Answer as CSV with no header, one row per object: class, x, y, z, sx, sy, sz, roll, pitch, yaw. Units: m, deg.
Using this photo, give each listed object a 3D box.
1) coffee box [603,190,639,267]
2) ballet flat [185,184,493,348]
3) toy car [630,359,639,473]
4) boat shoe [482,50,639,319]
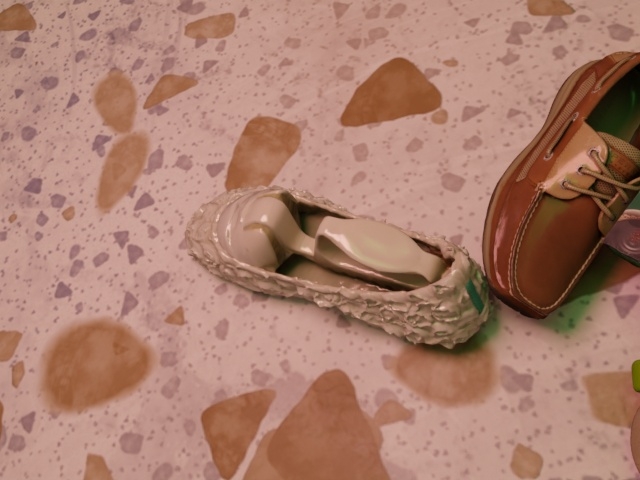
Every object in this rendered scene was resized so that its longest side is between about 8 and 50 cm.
coffee box,0.365,-0.043,0.652,0.184,0.040,0.113,-53,41,5
ballet flat,0.000,0.000,0.810,0.409,0.147,0.147,15,71,25
toy car,0.391,0.184,0.616,0.188,0.149,0.155,6,72,-9
boat shoe,0.276,-0.075,0.736,0.123,0.120,0.324,30,74,-11
